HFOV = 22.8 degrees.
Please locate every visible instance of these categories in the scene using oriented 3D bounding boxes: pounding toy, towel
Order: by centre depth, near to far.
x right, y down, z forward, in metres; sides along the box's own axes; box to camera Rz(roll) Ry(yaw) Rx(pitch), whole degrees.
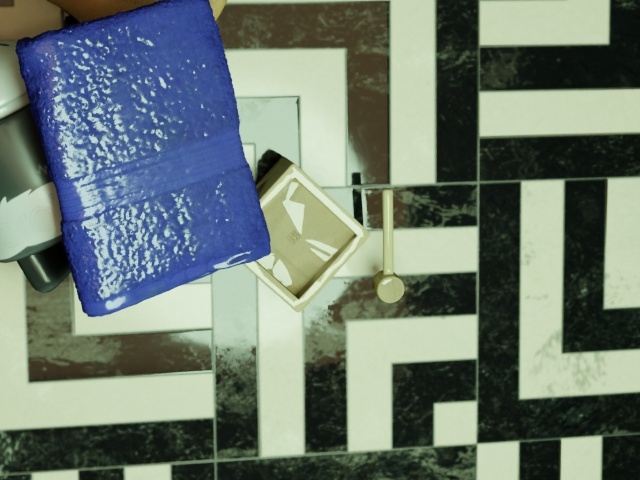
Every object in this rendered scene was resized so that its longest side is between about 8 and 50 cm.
[{"bbox_3d":[-0.190,-0.095,1.697,0.227,0.076,0.308,-20,107,-25],"label":"towel"},{"bbox_3d":[0.010,-0.003,1.886,0.206,0.094,0.181,42,90,-14],"label":"pounding toy"}]

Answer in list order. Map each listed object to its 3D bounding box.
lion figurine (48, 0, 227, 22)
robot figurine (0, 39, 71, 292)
[{"bbox_3d":[-0.223,-0.267,1.762,0.240,0.142,0.392,-47,112,-4],"label":"lion figurine"},{"bbox_3d":[-0.329,-0.087,1.772,0.209,0.173,0.278,-31,103,-17],"label":"robot figurine"}]
